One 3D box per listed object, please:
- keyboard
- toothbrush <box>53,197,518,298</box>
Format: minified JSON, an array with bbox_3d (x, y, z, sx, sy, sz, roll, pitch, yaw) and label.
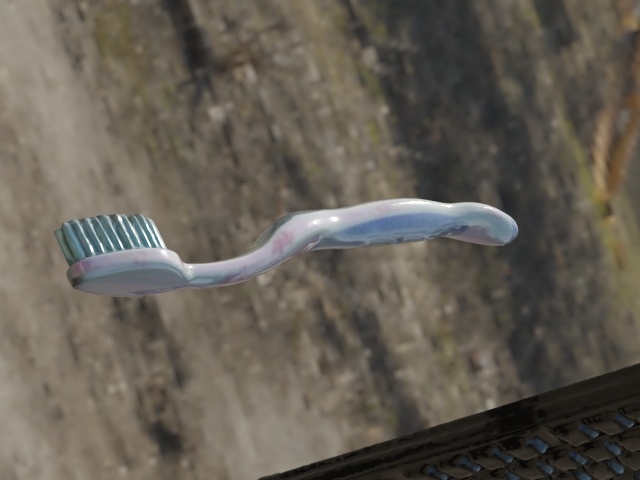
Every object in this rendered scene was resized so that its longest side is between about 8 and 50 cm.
[{"bbox_3d":[0.102,0.075,0.688,0.101,0.310,0.018,37,44,-42],"label":"keyboard"},{"bbox_3d":[0.000,0.000,0.690,0.269,0.021,0.027,-4,70,-56],"label":"toothbrush"}]
